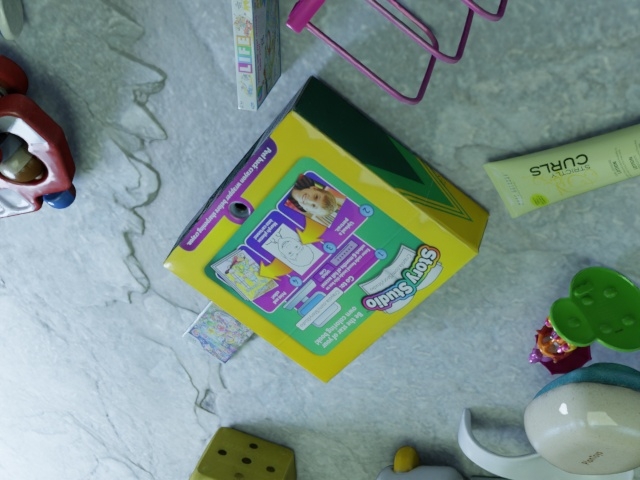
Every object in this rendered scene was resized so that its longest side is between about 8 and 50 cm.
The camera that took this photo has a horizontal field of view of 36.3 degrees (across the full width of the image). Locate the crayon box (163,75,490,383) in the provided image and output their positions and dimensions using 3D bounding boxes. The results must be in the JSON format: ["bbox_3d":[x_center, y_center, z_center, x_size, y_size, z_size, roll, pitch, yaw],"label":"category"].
[{"bbox_3d":[0.000,0.000,1.386,0.313,0.106,0.363,36,128,-11],"label":"crayon box"}]

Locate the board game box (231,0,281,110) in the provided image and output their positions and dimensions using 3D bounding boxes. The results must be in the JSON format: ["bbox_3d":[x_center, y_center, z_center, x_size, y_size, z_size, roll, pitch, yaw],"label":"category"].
[{"bbox_3d":[-0.079,-0.255,1.226,0.026,0.103,0.154,9,127,12],"label":"board game box"}]

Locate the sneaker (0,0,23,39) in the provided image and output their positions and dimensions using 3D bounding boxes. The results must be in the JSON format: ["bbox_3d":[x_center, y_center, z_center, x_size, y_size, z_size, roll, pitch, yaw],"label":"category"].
[{"bbox_3d":[-0.465,-0.342,1.321,0.085,0.058,0.152,-6,118,16],"label":"sneaker"}]

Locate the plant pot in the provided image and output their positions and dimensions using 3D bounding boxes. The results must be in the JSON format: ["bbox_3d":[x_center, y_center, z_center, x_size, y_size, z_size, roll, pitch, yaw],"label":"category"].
[{"bbox_3d":[-0.150,0.459,1.721,0.212,0.212,0.187,18,117,6],"label":"plant pot"}]

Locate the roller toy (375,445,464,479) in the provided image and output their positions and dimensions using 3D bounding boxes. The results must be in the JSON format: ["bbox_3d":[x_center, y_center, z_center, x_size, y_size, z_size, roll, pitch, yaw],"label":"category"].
[{"bbox_3d":[0.159,0.469,1.620,0.146,0.191,0.209,-3,124,21],"label":"roller toy"}]

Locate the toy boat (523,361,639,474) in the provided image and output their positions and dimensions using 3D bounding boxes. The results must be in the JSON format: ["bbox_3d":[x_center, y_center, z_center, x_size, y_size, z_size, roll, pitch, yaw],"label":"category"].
[{"bbox_3d":[0.449,0.255,1.373,0.318,0.148,0.267,15,153,-3],"label":"toy boat"}]

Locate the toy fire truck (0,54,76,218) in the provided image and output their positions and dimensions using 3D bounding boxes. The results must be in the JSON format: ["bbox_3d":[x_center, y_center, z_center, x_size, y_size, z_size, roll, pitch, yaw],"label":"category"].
[{"bbox_3d":[-0.497,-0.124,1.450,0.302,0.169,0.254,-9,145,25],"label":"toy fire truck"}]

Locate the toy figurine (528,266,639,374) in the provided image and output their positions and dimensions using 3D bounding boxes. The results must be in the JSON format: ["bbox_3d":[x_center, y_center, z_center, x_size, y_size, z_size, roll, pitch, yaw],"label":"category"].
[{"bbox_3d":[0.346,0.137,1.350,0.130,0.173,0.159,60,145,22],"label":"toy figurine"}]

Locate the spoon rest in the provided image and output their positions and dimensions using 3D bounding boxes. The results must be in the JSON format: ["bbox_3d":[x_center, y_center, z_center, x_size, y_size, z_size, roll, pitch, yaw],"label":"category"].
[{"bbox_3d":[0.350,0.344,1.533,0.276,0.084,0.137,13,128,11],"label":"spoon rest"}]

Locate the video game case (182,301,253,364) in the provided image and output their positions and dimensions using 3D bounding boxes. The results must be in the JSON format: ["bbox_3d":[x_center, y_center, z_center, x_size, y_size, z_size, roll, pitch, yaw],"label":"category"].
[{"bbox_3d":[-0.165,0.148,1.611,0.087,0.011,0.122,35,128,-8],"label":"video game case"}]

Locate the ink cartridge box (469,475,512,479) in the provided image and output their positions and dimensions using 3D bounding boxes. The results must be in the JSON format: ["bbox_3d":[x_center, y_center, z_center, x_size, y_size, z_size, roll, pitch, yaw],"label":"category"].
[{"bbox_3d":[0.329,0.508,1.640,0.153,0.087,0.208,-1,115,19],"label":"ink cartridge box"}]

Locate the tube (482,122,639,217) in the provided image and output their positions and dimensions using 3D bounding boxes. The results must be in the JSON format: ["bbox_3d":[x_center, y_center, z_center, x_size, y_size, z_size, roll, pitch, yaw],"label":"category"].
[{"bbox_3d":[0.332,-0.092,1.238,0.240,0.062,0.070,-16,78,33],"label":"tube"}]

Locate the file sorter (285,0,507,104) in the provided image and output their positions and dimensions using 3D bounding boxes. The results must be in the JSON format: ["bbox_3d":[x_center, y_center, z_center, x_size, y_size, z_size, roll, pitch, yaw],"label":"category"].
[{"bbox_3d":[0.135,-0.322,1.046,0.182,0.202,0.291,35,128,-12],"label":"file sorter"}]
